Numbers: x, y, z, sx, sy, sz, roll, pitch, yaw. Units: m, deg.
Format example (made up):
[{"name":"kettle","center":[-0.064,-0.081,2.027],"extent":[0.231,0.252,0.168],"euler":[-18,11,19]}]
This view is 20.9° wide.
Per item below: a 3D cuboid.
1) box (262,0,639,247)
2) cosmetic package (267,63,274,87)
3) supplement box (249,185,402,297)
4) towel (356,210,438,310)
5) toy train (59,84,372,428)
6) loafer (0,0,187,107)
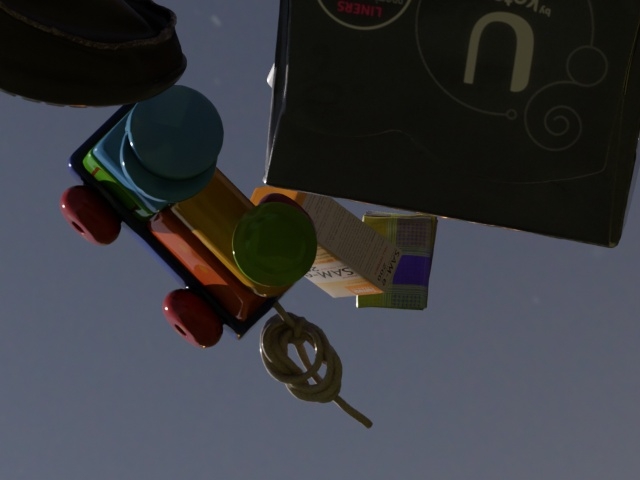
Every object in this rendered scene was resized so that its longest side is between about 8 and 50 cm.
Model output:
[{"name":"box","center":[0.087,-0.113,0.851],"extent":[0.270,0.165,0.143],"euler":[-53,-28,-68]},{"name":"cosmetic package","center":[0.089,-0.152,1.321],"extent":[0.183,0.151,0.151],"euler":[-33,-18,-37]},{"name":"supplement box","center":[0.000,0.000,1.218],"extent":[0.098,0.062,0.036],"euler":[36,-115,-28]},{"name":"towel","center":[0.059,0.016,1.366],"extent":[0.060,0.009,0.083],"euler":[4,-70,-7]},{"name":"toy train","center":[-0.033,0.014,1.002],"extent":[0.105,0.248,0.143],"euler":[-46,6,-15]},{"name":"loafer","center":[-0.160,-0.128,0.789],"extent":[0.080,0.220,0.078],"euler":[-82,14,-62]}]
